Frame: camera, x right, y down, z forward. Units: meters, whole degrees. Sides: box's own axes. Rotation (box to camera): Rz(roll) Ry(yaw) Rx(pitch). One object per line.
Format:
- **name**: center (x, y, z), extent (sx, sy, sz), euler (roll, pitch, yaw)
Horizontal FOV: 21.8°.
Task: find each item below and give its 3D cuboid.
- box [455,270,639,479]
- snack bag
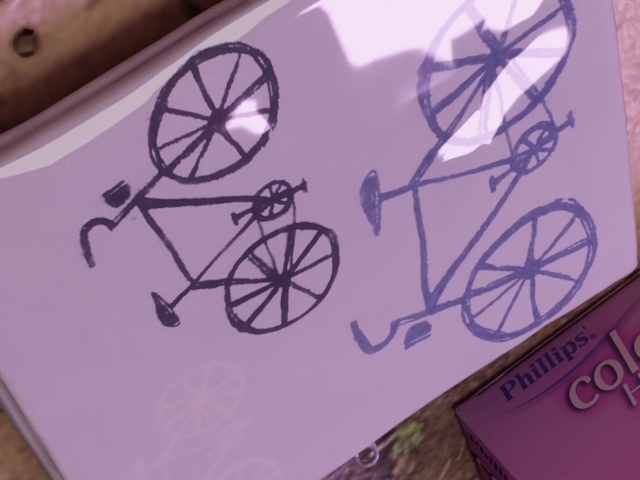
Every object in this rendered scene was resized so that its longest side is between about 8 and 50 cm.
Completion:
- **box**: center (0.219, 0.136, 1.016), extent (0.213, 0.117, 0.243), euler (-35, 142, -9)
- **snack bag**: center (0.000, 0.000, 0.755), extent (0.342, 0.037, 0.323), euler (-33, 142, -12)
